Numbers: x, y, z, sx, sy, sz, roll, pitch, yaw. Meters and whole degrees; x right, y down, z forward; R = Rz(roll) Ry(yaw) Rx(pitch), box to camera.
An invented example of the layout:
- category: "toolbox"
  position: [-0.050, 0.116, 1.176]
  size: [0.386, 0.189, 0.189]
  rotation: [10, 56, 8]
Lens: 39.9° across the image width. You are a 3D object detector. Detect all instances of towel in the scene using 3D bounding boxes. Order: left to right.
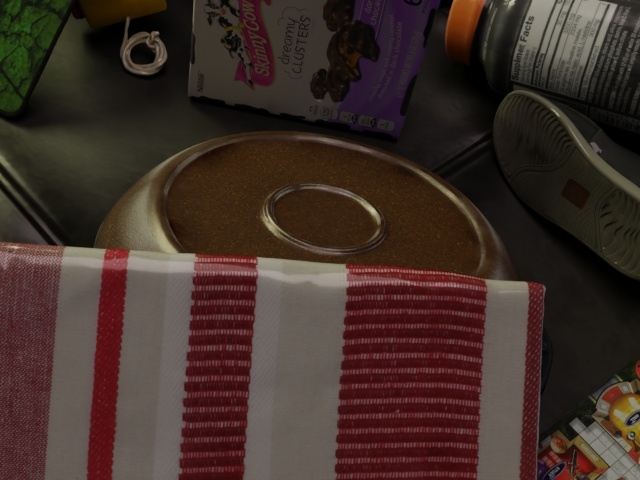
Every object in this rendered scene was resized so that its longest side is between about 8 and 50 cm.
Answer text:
- category: "towel"
  position: [-0.042, 0.127, 0.483]
  size: [0.329, 0.037, 0.237]
  rotation: [4, 89, -9]

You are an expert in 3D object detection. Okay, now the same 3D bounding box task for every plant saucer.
- category: "plant saucer"
  position: [0.000, 0.000, 0.623]
  size: [0.310, 0.050, 0.311]
  rotation: [9, 35, -6]

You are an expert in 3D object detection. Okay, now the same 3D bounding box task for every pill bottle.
- category: "pill bottle"
  position: [0.241, -0.177, 0.806]
  size: [0.245, 0.130, 0.130]
  rotation: [22, 49, 23]

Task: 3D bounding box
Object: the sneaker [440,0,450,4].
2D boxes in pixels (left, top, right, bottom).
- category: "sneaker"
  position: [0.040, -0.309, 0.893]
  size: [0.340, 0.125, 0.140]
  rotation: [-18, 53, -26]

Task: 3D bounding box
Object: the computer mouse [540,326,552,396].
- category: "computer mouse"
  position: [0.084, 0.137, 0.592]
  size: [0.071, 0.041, 0.242]
  rotation: [29, 57, 25]

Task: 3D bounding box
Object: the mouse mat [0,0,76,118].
- category: "mouse mat"
  position: [-0.273, -0.215, 0.740]
  size: [0.152, 0.007, 0.190]
  rotation: [29, 94, 13]

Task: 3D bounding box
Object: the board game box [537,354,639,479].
- category: "board game box"
  position: [0.236, 0.156, 0.607]
  size: [0.259, 0.030, 0.136]
  rotation: [-28, 65, -30]

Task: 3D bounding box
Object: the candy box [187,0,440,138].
- category: "candy box"
  position: [-0.008, -0.185, 0.751]
  size: [0.196, 0.165, 0.070]
  rotation: [11, 47, -2]

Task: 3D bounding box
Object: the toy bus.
- category: "toy bus"
  position: [-0.196, -0.280, 0.785]
  size: [0.202, 0.104, 0.191]
  rotation: [27, 77, 11]

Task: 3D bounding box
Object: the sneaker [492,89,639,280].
- category: "sneaker"
  position: [0.249, -0.050, 0.763]
  size: [0.118, 0.083, 0.222]
  rotation: [-5, 45, -37]
